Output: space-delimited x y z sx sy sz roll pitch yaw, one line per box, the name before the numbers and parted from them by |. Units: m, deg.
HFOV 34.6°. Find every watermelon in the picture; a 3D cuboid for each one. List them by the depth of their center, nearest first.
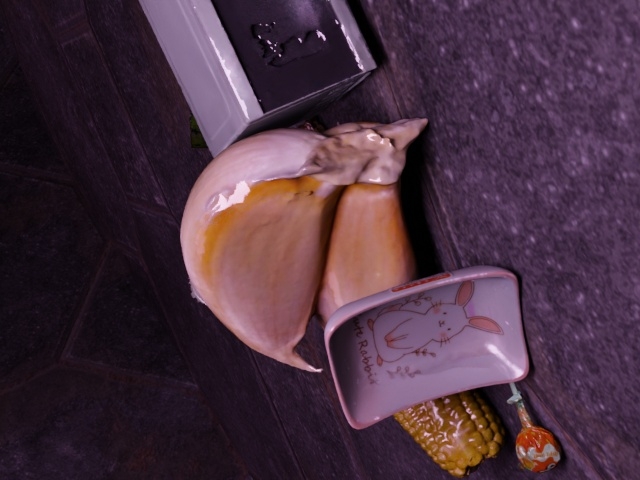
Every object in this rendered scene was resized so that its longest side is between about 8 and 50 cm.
watermelon | -0.200 -0.222 1.763 0.245 0.063 0.119 101 157 -70

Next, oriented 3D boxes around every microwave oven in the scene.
microwave oven | -0.088 -0.276 1.166 0.295 0.181 0.237 64 164 -1

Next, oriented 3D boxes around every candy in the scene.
candy | 0.223 0.178 1.172 0.055 0.049 0.185 -24 85 42

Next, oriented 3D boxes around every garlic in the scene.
garlic | 0.000 0.000 1.177 0.249 0.286 0.313 29 136 29

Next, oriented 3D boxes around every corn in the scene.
corn | 0.102 0.145 1.328 0.363 0.120 0.120 51 158 27

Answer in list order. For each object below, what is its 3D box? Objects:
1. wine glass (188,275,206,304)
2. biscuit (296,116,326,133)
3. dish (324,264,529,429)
wine glass | -0.157 0.025 1.839 0.143 0.143 0.321 60 160 11
biscuit | 0.004 -0.102 1.399 0.131 0.026 0.237 62 163 -1
dish | 0.110 0.102 1.117 0.077 0.212 0.151 -112 7 -58
